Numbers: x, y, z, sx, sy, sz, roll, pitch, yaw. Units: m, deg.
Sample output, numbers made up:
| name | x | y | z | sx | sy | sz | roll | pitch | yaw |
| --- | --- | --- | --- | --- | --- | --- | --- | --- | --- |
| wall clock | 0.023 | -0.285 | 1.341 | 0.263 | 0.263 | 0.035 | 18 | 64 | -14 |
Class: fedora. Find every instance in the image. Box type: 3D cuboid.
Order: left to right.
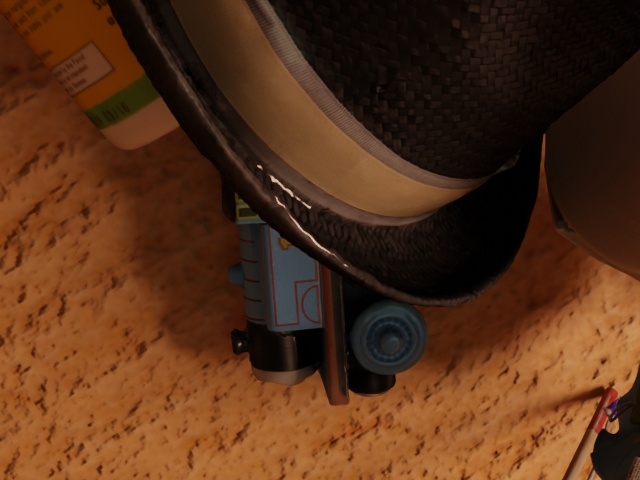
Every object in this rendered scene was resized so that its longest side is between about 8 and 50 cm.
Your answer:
| name | x | y | z | sx | sy | sz | roll | pitch | yaw |
| --- | --- | --- | --- | --- | --- | --- | --- | --- | --- |
| fedora | 0.058 | -0.140 | 0.429 | 0.152 | 0.334 | 0.334 | -25 | 111 | 32 |

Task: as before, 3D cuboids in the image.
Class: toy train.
| name | x | y | z | sx | sy | sz | roll | pitch | yaw |
| --- | --- | --- | --- | --- | --- | --- | --- | --- | --- |
| toy train | 0.000 | 0.000 | 0.579 | 0.105 | 0.080 | 0.184 | -4 | 105 | -4 |

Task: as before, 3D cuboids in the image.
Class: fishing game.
| name | x | y | z | sx | sy | sz | roll | pitch | yaw |
| --- | --- | --- | --- | --- | --- | --- | --- | --- | --- |
| fishing game | 0.193 | 0.049 | 0.546 | 0.041 | 0.189 | 0.264 | 38 | 134 | 6 |

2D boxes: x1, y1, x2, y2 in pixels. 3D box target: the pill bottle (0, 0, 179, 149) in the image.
| name | x | y | z | sx | sy | sz | roll | pitch | yaw |
| --- | --- | --- | --- | --- | --- | --- | --- | --- | --- |
| pill bottle | -0.115 | -0.175 | 0.480 | 0.136 | 0.136 | 0.245 | -39 | 108 | -4 |

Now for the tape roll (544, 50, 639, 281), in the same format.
| name | x | y | z | sx | sy | sz | roll | pitch | yaw |
| --- | --- | --- | --- | --- | --- | --- | --- | --- | --- |
| tape roll | 0.249 | -0.136 | 0.449 | 0.072 | 0.392 | 0.392 | 29 | 93 | -18 |
